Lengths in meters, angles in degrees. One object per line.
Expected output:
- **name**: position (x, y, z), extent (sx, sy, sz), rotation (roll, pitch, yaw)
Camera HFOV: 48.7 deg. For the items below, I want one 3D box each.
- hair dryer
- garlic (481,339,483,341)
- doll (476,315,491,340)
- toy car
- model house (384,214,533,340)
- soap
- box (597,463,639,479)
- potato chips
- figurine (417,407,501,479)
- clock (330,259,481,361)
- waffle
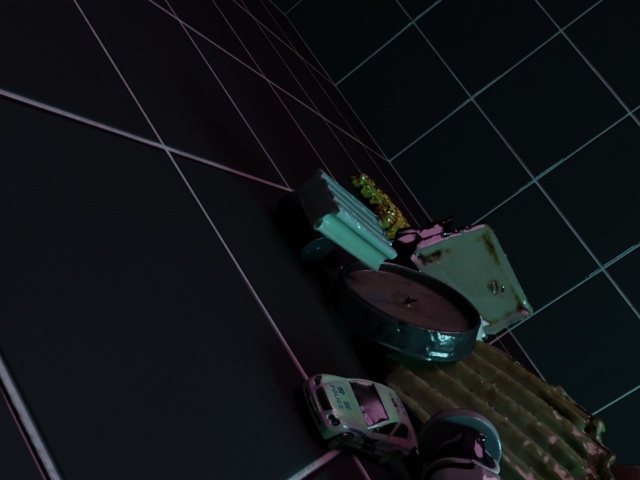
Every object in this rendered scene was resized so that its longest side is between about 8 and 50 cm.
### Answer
- **hair dryer**: position (0.000, 0.000, 1.348), extent (0.219, 0.071, 0.124), rotation (44, 16, -56)
- **garlic**: position (0.316, 0.182, 1.772), extent (0.217, 0.110, 0.228), rotation (10, 40, -20)
- **doll**: position (0.244, 0.202, 1.412), extent (0.107, 0.181, 0.110), rotation (44, 4, 21)
- **toy car**: position (0.061, 0.232, 0.944), extent (0.224, 0.076, 0.090), rotation (36, 23, -50)
- **model house**: position (0.255, 0.103, 1.610), extent (0.282, 0.317, 0.297), rotation (-5, -78, 57)
- **soap**: position (0.048, -0.033, 1.263), extent (0.198, 0.063, 0.114), rotation (36, 23, -44)
- **box**: position (0.522, 0.570, 1.216), extent (0.301, 0.301, 0.216), rotation (50, 22, -13)
- **potato chips**: position (0.267, 0.287, 1.170), extent (0.429, 0.070, 0.358), rotation (38, 41, 29)
- **figurine**: position (0.177, 0.337, 0.908), extent (0.133, 0.176, 0.236), rotation (12, 16, 4)
- **clock**: position (0.154, 0.118, 1.277), extent (0.281, 0.055, 0.280), rotation (17, 20, -6)
- **waffle**: position (0.213, -0.079, 2.212), extent (0.260, 0.069, 0.293), rotation (37, 23, -46)
